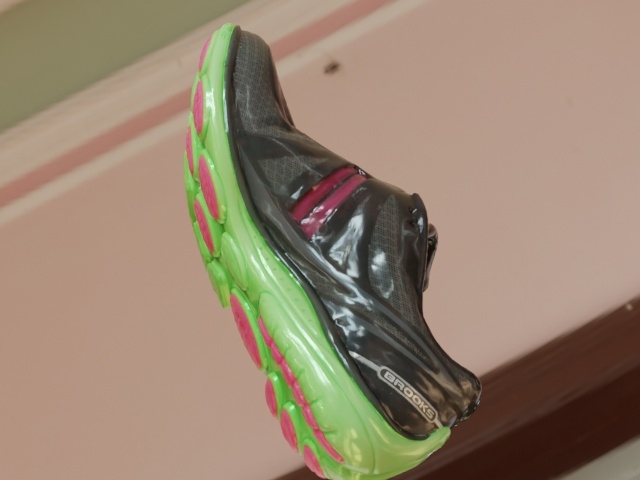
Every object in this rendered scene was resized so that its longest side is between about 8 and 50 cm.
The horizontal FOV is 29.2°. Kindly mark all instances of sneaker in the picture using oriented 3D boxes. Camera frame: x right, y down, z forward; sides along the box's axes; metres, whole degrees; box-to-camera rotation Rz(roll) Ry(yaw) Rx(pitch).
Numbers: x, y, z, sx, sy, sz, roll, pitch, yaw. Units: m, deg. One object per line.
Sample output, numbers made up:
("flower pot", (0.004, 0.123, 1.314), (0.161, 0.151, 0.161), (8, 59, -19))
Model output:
("sneaker", (0.000, 0.000, 1.184), (0.202, 0.482, 0.185), (-15, -23, -21))
